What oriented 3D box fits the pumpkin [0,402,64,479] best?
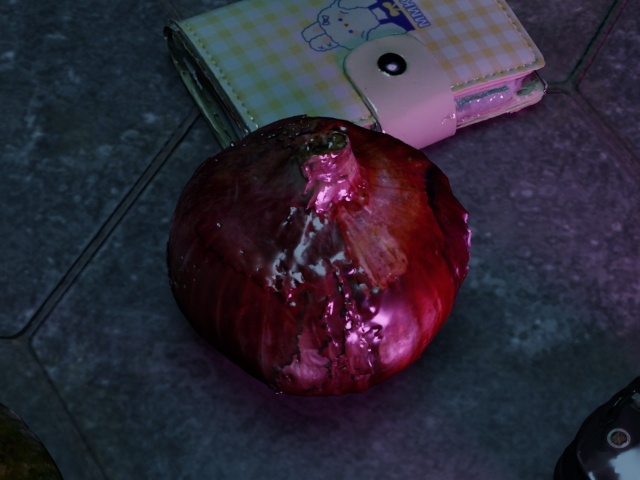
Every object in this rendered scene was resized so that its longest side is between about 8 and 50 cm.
[{"bbox_3d":[-0.293,0.218,1.145,0.238,0.159,0.238,-2,57,4],"label":"pumpkin"}]

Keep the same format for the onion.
[{"bbox_3d":[0.000,0.000,1.278,0.252,0.219,0.252,4,52,-5],"label":"onion"}]

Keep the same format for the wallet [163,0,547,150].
[{"bbox_3d":[0.036,-0.171,1.489,0.309,0.077,0.223,-22,57,-19],"label":"wallet"}]

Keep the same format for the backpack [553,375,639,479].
[{"bbox_3d":[0.267,0.164,1.254,0.120,0.106,0.165,43,60,17],"label":"backpack"}]
